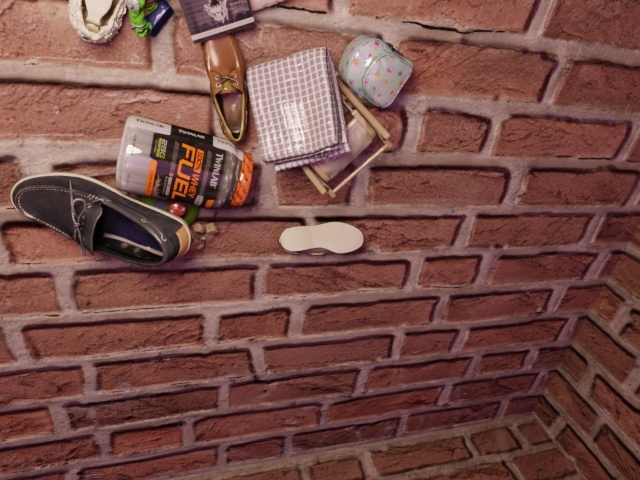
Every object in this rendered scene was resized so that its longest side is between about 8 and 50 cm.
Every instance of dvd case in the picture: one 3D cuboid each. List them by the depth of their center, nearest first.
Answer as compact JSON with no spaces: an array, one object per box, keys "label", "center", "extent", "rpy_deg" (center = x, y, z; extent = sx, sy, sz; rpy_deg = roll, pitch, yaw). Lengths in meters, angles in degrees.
[{"label":"dvd case","center":[-0.253,-0.584,0.988],"extent":[0.164,0.018,0.221],"rpy_deg":[-22,147,-8]}]

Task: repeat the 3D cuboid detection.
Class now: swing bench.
[{"label":"swing bench","center":[0.037,-0.304,1.264],"extent":[0.253,0.165,0.255],"rpy_deg":[-40,83,10]}]

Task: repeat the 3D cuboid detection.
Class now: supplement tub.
[{"label":"supplement tub","center":[-0.373,-0.205,1.186],"extent":[0.337,0.207,0.207],"rpy_deg":[10,117,-23]}]

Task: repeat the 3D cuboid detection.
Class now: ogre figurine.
[{"label":"ogre figurine","center":[-0.382,-0.566,0.941],"extent":[0.097,0.118,0.197],"rpy_deg":[40,92,-14]}]

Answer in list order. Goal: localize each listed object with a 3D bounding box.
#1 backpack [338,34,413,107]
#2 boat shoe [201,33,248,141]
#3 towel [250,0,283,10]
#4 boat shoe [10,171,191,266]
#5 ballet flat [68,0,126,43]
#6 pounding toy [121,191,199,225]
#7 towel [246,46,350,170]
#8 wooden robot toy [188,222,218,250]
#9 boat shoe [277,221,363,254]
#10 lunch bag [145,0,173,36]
[{"label":"backpack","center":[0.154,-0.487,1.222],"extent":[0.188,0.144,0.166],"rpy_deg":[24,117,-25]},{"label":"boat shoe","center":[-0.245,-0.422,1.153],"extent":[0.110,0.104,0.307],"rpy_deg":[-14,122,-6]},{"label":"towel","center":[-0.091,-0.699,0.962],"extent":[0.331,0.054,0.317],"rpy_deg":[-15,153,6]},{"label":"boat shoe","center":[-0.617,-0.053,1.179],"extent":[0.499,0.156,0.187],"rpy_deg":[19,116,-4]},{"label":"ballet flat","center":[-0.454,-0.631,0.943],"extent":[0.146,0.147,0.409],"rpy_deg":[17,114,-26]},{"label":"pounding toy","center":[-0.483,-0.090,1.281],"extent":[0.236,0.110,0.183],"rpy_deg":[5,119,-21]},{"label":"towel","center":[-0.063,-0.348,1.140],"extent":[0.234,0.121,0.284],"rpy_deg":[-10,89,13]},{"label":"wooden robot toy","center":[-0.407,-0.004,1.402],"extent":[0.173,0.076,0.079],"rpy_deg":[-35,160,5]},{"label":"boat shoe","center":[0.000,-0.005,1.502],"extent":[0.304,0.091,0.109],"rpy_deg":[-1,84,-19]},{"label":"lunch bag","center":[-0.416,-0.552,1.040],"extent":[0.065,0.067,0.098],"rpy_deg":[40,99,-17]}]
